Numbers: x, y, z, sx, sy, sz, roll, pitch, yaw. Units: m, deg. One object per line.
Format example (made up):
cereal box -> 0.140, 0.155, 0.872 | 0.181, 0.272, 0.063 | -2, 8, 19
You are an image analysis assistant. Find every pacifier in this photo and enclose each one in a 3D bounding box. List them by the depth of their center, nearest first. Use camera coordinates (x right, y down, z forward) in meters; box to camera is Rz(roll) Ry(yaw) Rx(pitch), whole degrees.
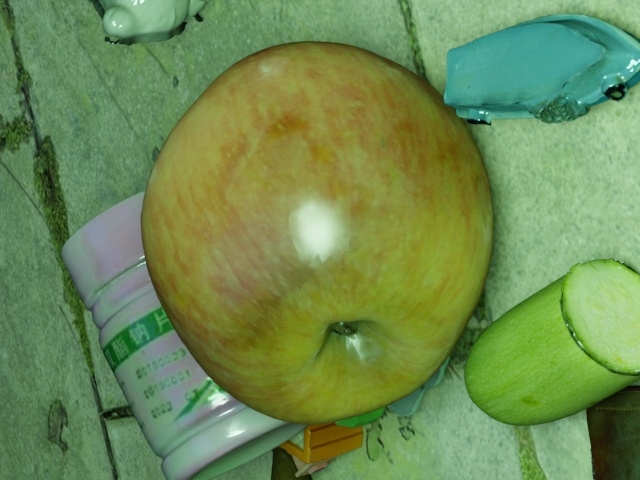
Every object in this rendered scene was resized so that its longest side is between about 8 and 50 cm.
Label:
pacifier -> 0.085, 0.135, 1.962 | 0.150, 0.116, 0.127 | -50, 46, 52

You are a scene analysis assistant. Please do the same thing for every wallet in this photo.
wallet -> 0.359, 0.204, 1.670 | 0.255, 0.031, 0.137 | -11, 92, 55

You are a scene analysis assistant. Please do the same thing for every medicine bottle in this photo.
medicine bottle -> -0.159, 0.114, 2.032 | 0.212, 0.212, 0.325 | -42, 72, 51

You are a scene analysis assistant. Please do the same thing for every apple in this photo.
apple -> 0.000, 0.000, 1.797 | 0.346, 0.391, 0.391 | 64, 144, 39

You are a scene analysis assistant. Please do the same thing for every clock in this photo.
clock -> -0.037, 0.161, 2.147 | 0.220, 0.106, 0.255 | -48, 61, 49

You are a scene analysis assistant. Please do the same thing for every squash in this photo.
squash -> 0.237, 0.123, 1.734 | 0.247, 0.132, 0.132 | -43, 65, 53

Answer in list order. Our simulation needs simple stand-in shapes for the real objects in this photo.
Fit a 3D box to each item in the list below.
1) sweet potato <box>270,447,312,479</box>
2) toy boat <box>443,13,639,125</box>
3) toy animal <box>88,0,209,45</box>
sweet potato -> 0.016, 0.406, 2.175 | 0.346, 0.079, 0.108 | 40, 118, 37
toy boat -> 0.235, -0.168, 1.682 | 0.238, 0.098, 0.109 | -4, 81, 49
toy animal -> -0.206, -0.395, 2.164 | 0.289, 0.174, 0.249 | -60, 40, 45
